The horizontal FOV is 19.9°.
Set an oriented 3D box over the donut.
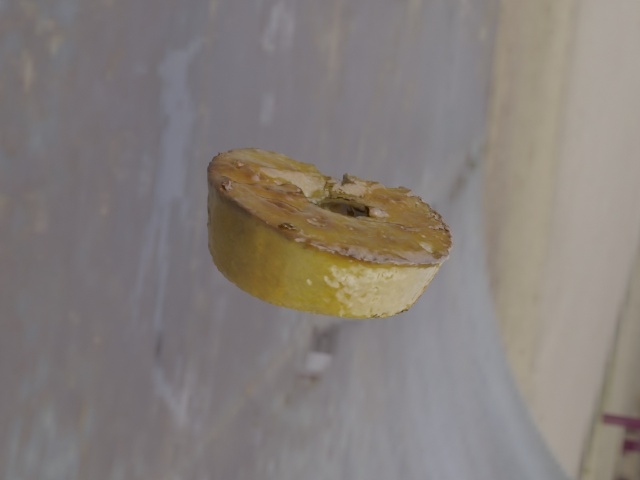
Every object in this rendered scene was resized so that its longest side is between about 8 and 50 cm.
[{"bbox_3d":[0.000,0.000,0.768,0.097,0.108,0.043,-67,173,-68],"label":"donut"}]
